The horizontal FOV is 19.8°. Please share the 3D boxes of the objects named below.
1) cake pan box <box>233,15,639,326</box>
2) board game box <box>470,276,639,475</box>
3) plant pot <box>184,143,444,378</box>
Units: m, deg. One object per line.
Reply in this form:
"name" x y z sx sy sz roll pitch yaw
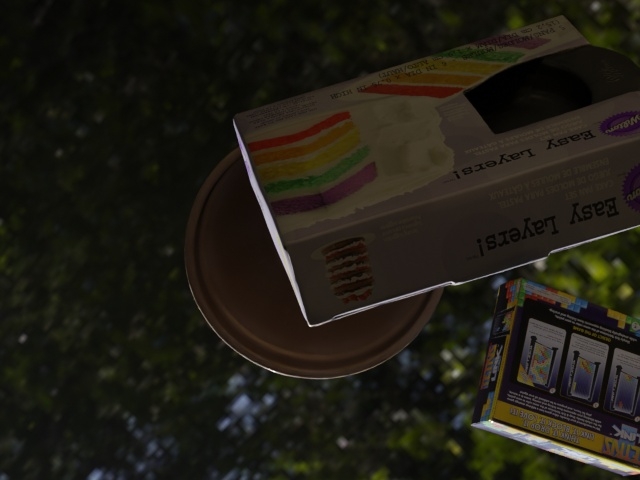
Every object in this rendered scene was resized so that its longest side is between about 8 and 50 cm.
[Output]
"cake pan box" 0.088 -0.054 1.218 0.267 0.070 0.246 -16 -153 -2
"board game box" 0.236 0.128 1.706 0.170 0.048 0.141 20 -107 -18
"plant pot" 0.000 0.000 1.680 0.237 0.237 0.110 39 -168 -4
